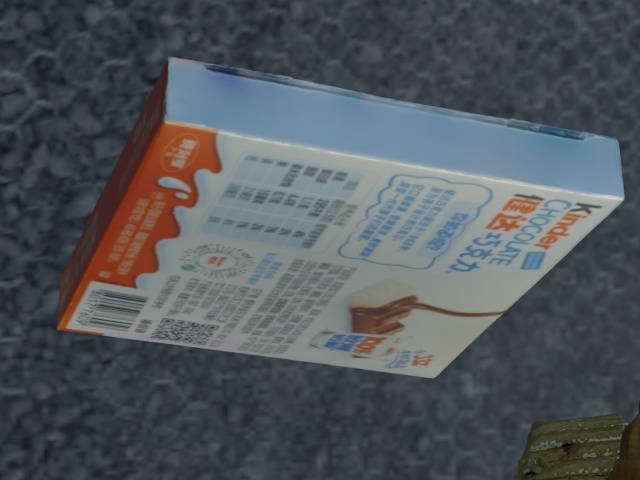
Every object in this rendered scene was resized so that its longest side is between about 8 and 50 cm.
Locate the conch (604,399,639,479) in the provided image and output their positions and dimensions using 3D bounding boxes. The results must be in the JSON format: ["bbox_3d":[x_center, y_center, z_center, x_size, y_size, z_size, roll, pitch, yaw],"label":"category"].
[{"bbox_3d":[0.316,0.271,1.502,0.109,0.093,0.330,-1,88,-46],"label":"conch"}]

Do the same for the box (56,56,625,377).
[{"bbox_3d":[0.000,0.000,0.978,0.265,0.273,0.048,10,60,-18],"label":"box"}]

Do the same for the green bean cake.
[{"bbox_3d":[0.258,0.307,1.647,0.224,0.131,0.230,-54,140,-72],"label":"green bean cake"}]
